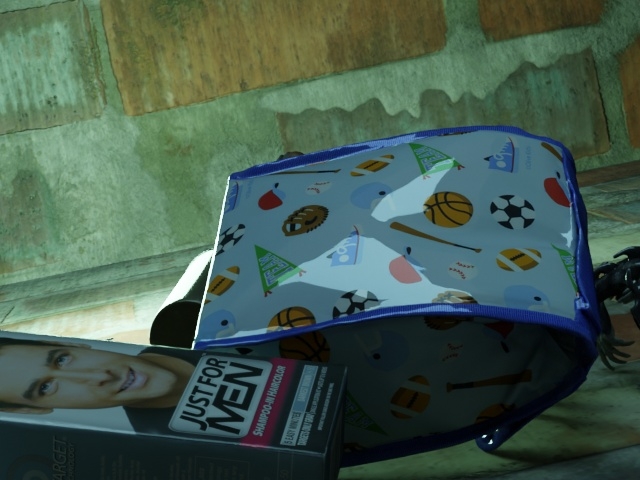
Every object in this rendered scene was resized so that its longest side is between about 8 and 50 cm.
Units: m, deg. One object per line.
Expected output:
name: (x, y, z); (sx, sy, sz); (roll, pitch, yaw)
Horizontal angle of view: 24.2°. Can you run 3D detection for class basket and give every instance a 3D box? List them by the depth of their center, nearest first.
basket: (-0.142, 0.113, 2.147); (0.204, 0.154, 0.227); (15, 19, 12)

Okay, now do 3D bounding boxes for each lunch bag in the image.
lunch bag: (0.095, 0.054, 1.564); (0.385, 0.239, 0.328); (-15, 37, 15)

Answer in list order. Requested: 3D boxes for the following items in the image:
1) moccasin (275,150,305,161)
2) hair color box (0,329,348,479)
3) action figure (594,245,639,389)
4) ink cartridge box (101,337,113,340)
moccasin: (-0.002, 0.002, 2.241); (0.147, 0.380, 0.139); (19, 58, 24)
hair color box: (-0.172, 0.179, 1.353); (0.374, 0.114, 0.185); (5, 20, 6)
action figure: (0.324, 0.095, 1.669); (0.275, 0.141, 0.164); (-26, 5, 1)
ink cartridge box: (-0.334, 0.192, 1.808); (0.198, 0.067, 0.115); (-32, -9, 33)
